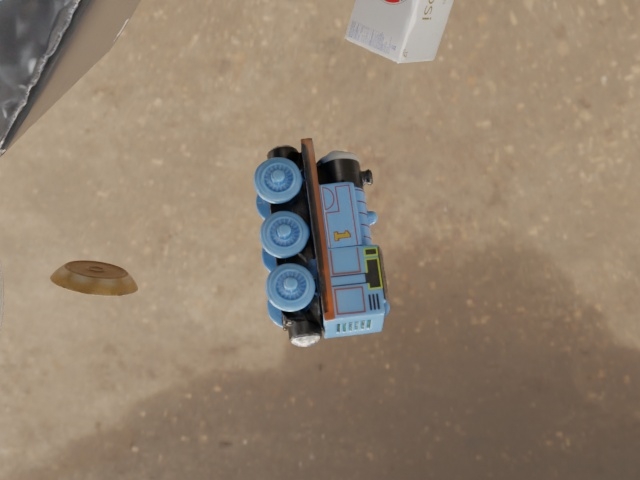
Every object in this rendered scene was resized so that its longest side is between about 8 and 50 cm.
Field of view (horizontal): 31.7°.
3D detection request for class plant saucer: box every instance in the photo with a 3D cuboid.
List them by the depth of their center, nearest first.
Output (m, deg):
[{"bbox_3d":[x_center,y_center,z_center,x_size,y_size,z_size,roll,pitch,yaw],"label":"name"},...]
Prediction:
[{"bbox_3d":[-0.214,0.034,1.070,0.083,0.083,0.015,9,102,-5],"label":"plant saucer"}]

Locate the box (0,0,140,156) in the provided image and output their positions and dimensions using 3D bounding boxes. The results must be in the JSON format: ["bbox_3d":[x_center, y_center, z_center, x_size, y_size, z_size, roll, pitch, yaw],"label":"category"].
[{"bbox_3d":[-0.330,-0.343,0.842,0.472,0.480,0.297,32,105,-11],"label":"box"}]

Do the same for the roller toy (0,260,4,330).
[{"bbox_3d":[-0.292,0.035,0.651,0.146,0.209,0.191,-7,114,42],"label":"roller toy"}]

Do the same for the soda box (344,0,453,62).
[{"bbox_3d":[0.097,-0.282,1.071,0.069,0.074,0.216,30,116,28],"label":"soda box"}]

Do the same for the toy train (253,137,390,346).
[{"bbox_3d":[0.000,0.000,0.976,0.105,0.184,0.080,-6,160,-4],"label":"toy train"}]
